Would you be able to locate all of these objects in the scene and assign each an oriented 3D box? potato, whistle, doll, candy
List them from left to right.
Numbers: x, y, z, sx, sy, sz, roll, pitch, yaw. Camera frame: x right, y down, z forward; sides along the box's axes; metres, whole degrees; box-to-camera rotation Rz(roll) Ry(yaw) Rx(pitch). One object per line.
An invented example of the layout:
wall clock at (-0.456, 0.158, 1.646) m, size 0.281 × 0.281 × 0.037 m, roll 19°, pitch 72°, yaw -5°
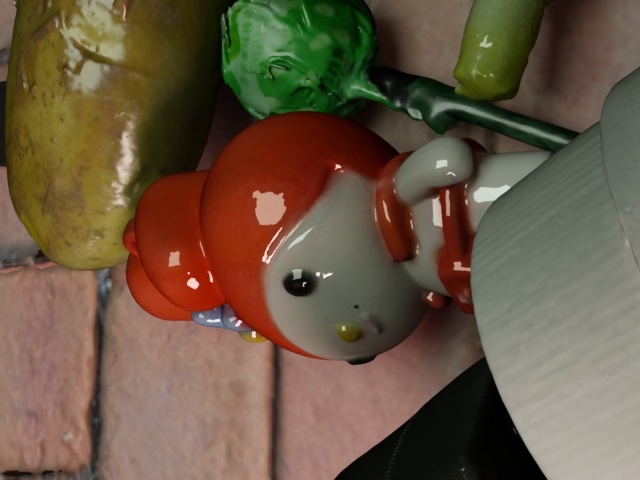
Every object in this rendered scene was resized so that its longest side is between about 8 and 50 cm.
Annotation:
potato at (-0.135, -0.125, 0.812) m, size 0.176 × 0.141 × 0.298 m, roll 24°, pitch 99°, yaw 68°
doll at (0.000, 0.000, 0.695) m, size 0.290 × 0.161 × 0.130 m, roll -5°, pitch 58°, yaw 28°
candy at (0.076, -0.073, 0.702) m, size 0.323 × 0.097 × 0.097 m, roll 24°, pitch 99°, yaw 29°
whistle at (0.111, -0.170, 0.664) m, size 0.104 × 0.057 × 0.198 m, roll 12°, pitch 75°, yaw 33°

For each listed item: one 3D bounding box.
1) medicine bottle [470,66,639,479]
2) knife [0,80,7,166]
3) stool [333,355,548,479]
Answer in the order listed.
medicine bottle at (0.233, -0.011, 0.463) m, size 0.306 × 0.245 × 0.245 m, roll -37°, pitch 64°, yaw 36°
knife at (-0.256, -0.092, 0.987) m, size 0.245 × 0.019 × 0.072 m, roll 1°, pitch 81°, yaw 34°
stool at (0.099, 0.175, 0.563) m, size 0.141 × 0.232 × 0.232 m, roll -42°, pitch 62°, yaw 23°
